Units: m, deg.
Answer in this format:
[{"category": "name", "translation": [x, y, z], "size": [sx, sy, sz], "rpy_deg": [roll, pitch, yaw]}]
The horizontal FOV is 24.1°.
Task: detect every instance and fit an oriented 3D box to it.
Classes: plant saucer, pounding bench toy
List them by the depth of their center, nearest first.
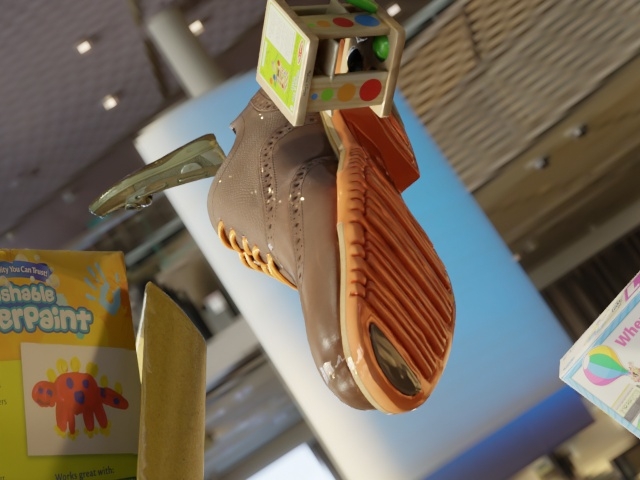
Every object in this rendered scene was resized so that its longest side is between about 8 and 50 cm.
[{"category": "pounding bench toy", "translation": [0.011, -0.111, 0.794], "size": [0.065, 0.052, 0.083], "rpy_deg": [-8, -52, -26]}, {"category": "plant saucer", "translation": [-0.188, 0.272, 1.757], "size": [0.081, 0.332, 0.333], "rpy_deg": [5, -37, -10]}]

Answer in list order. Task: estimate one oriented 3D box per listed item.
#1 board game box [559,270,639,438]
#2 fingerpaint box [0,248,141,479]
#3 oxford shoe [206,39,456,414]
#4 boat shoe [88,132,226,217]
[{"category": "board game box", "translation": [0.210, 0.041, 0.757], "size": [0.154, 0.103, 0.026], "rpy_deg": [-51, 4, 20]}, {"category": "fingerpaint box", "translation": [-0.389, 0.198, 1.571], "size": [0.163, 0.371, 0.445], "rpy_deg": [-14, -9, 34]}, {"category": "oxford shoe", "translation": [0.000, 0.000, 1.000], "size": [0.133, 0.130, 0.363], "rpy_deg": [-27, 31, 14]}, {"category": "boat shoe", "translation": [-0.169, -0.058, 1.563], "size": [0.153, 0.048, 0.056], "rpy_deg": [-29, 8, 0]}]
